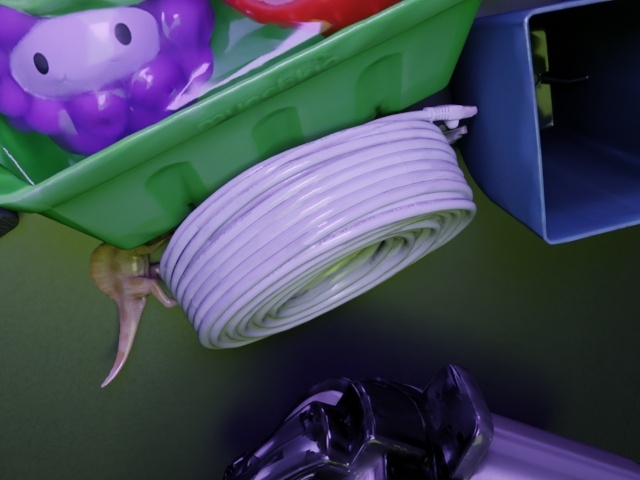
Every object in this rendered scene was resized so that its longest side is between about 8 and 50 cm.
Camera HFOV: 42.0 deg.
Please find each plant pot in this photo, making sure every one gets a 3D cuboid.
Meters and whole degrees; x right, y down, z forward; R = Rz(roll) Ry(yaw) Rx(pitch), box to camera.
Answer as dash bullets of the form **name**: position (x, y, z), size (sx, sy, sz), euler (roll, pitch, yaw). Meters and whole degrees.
- **plant pot**: position (0.202, -0.121, 0.694), size (0.166, 0.234, 0.165), euler (-13, 107, -9)

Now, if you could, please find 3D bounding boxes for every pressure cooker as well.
- **pressure cooker**: position (0.078, 0.319, 0.720), size (0.420, 0.375, 0.369), euler (22, 68, -17)

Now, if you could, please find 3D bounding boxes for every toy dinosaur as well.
- **toy dinosaur**: position (-0.164, 0.036, 0.757), size (0.093, 0.053, 0.183), euler (-3, 98, 3)

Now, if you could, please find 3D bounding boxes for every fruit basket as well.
- **fruit basket**: position (-0.097, -0.211, 0.529), size (0.392, 0.283, 0.392), euler (-22, 151, -13)

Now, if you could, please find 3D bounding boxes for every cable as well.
- **cable**: position (0.000, 0.000, 0.678), size (0.257, 0.257, 0.089), euler (-16, 71, -42)

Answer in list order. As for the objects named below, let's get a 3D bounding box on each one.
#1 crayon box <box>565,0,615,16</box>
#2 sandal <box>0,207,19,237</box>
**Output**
- **crayon box**: position (0.283, -0.322, 0.741), size (0.165, 0.081, 0.278), euler (-26, 109, -6)
- **sandal**: position (-0.378, -0.010, 0.668), size (0.255, 0.097, 0.054), euler (-11, 80, -11)
